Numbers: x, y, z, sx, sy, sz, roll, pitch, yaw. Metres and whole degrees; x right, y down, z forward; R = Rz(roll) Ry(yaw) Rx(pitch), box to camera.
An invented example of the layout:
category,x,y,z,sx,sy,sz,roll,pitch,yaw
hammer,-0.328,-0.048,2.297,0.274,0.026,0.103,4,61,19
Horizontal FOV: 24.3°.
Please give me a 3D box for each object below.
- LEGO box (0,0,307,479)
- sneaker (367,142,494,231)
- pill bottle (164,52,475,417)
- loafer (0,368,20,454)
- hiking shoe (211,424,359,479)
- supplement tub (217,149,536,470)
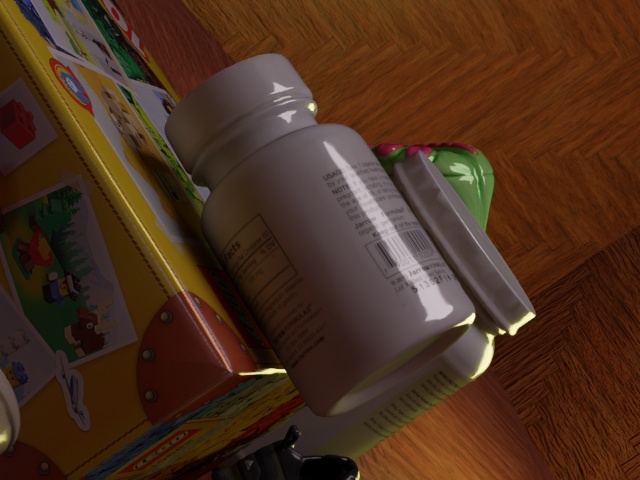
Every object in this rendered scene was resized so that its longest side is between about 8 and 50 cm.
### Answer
category,x,y,z,sx,sy,sz,roll,pitch,yaw
LEGO box,-0.218,-0.054,1.142,0.500,0.193,0.372,56,9,12
sneaker,0.000,0.000,1.735,0.185,0.483,0.202,-2,89,-37
pill bottle,-0.007,-0.007,1.016,0.229,0.131,0.131,57,9,14
loafer,-0.264,0.069,0.771,0.268,0.102,0.092,44,41,-43
hiking shoe,0.001,0.260,1.381,0.227,0.114,0.086,47,12,-42
supplement tub,0.023,0.084,1.465,0.235,0.325,0.235,53,9,-12
